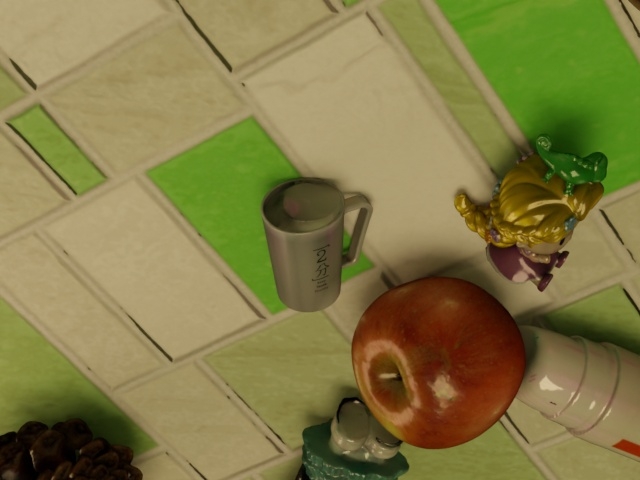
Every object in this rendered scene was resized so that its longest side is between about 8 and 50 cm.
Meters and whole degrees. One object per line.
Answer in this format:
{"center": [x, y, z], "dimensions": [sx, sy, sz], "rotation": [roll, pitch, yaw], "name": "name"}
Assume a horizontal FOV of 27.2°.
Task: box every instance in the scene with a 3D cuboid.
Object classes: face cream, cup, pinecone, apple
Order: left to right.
{"center": [-0.291, 0.283, 1.385], "dimensions": [0.207, 0.208, 0.208], "rotation": [1, 130, 1], "name": "pinecone"}
{"center": [0.000, 0.000, 1.215], "dimensions": [0.104, 0.074, 0.116], "rotation": [-22, 135, -17], "name": "cup"}
{"center": [0.113, 0.113, 1.245], "dimensions": [0.139, 0.163, 0.163], "rotation": [-18, 141, -36], "name": "apple"}
{"center": [0.340, 0.177, 1.319], "dimensions": [0.345, 0.102, 0.102], "rotation": [22, 127, -17], "name": "face cream"}

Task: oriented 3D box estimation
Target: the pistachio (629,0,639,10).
{"center": [0.271, -0.221, 0.998], "dimensions": [0.113, 0.113, 0.149], "rotation": [-36, 135, 28], "name": "pistachio"}

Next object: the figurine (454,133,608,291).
{"center": [0.181, -0.037, 1.160], "dimensions": [0.115, 0.095, 0.156], "rotation": [27, 147, 6], "name": "figurine"}

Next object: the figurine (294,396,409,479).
{"center": [0.010, 0.272, 1.412], "dimensions": [0.137, 0.110, 0.246], "rotation": [15, 124, -7], "name": "figurine"}
